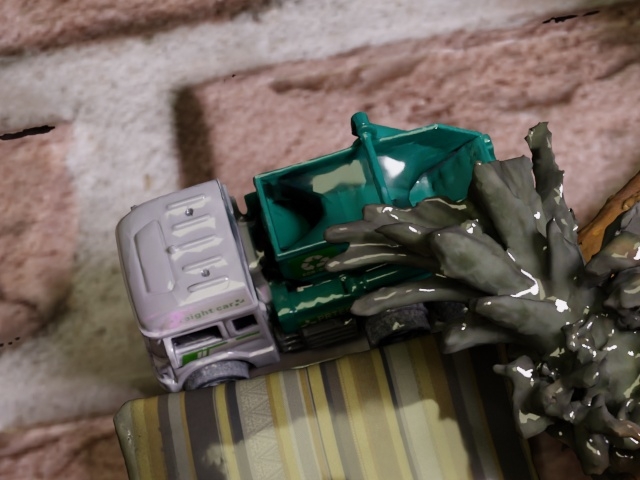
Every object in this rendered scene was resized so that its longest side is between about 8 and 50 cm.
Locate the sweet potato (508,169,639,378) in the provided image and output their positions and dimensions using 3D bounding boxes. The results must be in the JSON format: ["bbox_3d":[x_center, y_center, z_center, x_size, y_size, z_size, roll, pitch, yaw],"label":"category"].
[{"bbox_3d":[0.163,0.006,0.828,0.060,0.068,0.206,39,75,-15],"label":"sweet potato"}]

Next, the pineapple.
[{"bbox_3d":[0.160,0.069,0.722,0.340,0.169,0.169,31,71,11],"label":"pineapple"}]

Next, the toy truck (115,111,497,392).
[{"bbox_3d":[0.000,0.000,0.825,0.216,0.116,0.110,-16,62,0],"label":"toy truck"}]

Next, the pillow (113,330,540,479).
[{"bbox_3d":[0.014,0.155,0.776,0.212,0.052,0.208,-14,68,2],"label":"pillow"}]
